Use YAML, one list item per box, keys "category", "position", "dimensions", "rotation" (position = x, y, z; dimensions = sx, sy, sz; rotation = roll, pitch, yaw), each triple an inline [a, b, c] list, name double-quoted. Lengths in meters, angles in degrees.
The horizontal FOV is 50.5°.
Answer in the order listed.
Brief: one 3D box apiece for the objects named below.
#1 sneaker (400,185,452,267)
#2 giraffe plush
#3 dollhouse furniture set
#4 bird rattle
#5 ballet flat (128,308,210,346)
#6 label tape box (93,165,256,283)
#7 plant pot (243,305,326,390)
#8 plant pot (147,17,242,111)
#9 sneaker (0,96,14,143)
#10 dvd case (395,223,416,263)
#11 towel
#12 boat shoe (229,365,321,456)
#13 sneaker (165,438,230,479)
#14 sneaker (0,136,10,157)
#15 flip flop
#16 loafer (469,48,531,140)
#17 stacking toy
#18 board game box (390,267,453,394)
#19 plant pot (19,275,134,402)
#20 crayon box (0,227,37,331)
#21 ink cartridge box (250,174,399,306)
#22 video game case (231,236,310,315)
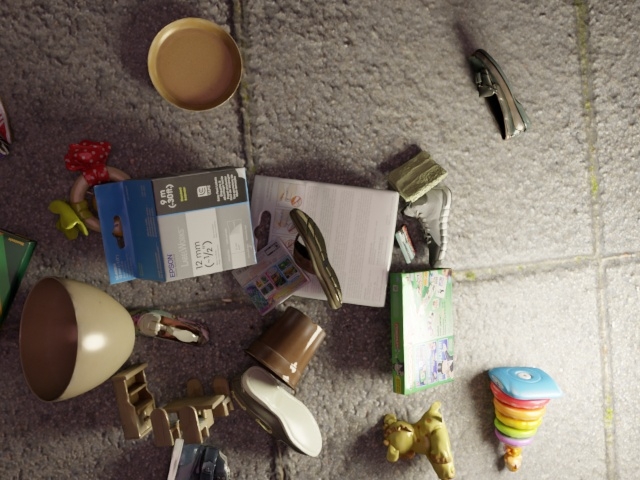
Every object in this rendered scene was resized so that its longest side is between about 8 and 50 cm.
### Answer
- category: "sneaker"
  position: [0.280, -0.043, 1.860]
  dimensions: [0.132, 0.086, 0.228]
  rotation: [8, 80, -8]
- category: "giraffe plush"
  position: [0.259, 0.542, 1.837]
  dimensions: [0.171, 0.181, 0.210]
  rotation: [-12, 106, 9]
- category: "dollhouse furniture set"
  position: [-0.363, 0.383, 1.659]
  dimensions: [0.242, 0.212, 0.161]
  rotation: [-9, 96, 15]
- category: "bird rattle"
  position: [-0.548, -0.116, 1.668]
  dimensions: [0.207, 0.143, 0.253]
  rotation: [23, 73, -24]
- category: "ballet flat"
  position: [-0.385, 0.222, 1.711]
  dimensions: [0.222, 0.079, 0.076]
  rotation: [16, 89, -12]
- category: "label tape box"
  position: [-0.344, -0.036, 1.645]
  dimensions: [0.348, 0.115, 0.249]
  rotation: [-12, 103, -27]
- category: "plant pot"
  position: [-0.082, 0.270, 1.748]
  dimensions: [0.167, 0.167, 0.165]
  rotation: [42, 75, -11]
- category: "plant pot"
  position: [-0.319, -0.445, 1.731]
  dimensions: [0.236, 0.032, 0.236]
  rotation: [0, 91, -13]
- category: "sneaker"
  position: [-0.781, -0.282, 1.625]
  dimensions: [0.067, 0.042, 0.118]
  rotation: [-18, 88, -16]
- category: "dvd case"
  position: [0.231, 0.006, 1.829]
  dimensions: [0.013, 0.119, 0.087]
  rotation: [-21, 98, 18]
- category: "towel"
  position: [0.262, -0.175, 1.845]
  dimensions: [0.148, 0.027, 0.110]
  rotation: [-34, 67, -14]
- category: "boat shoe"
  position: [-0.115, 0.453, 1.774]
  dimensions: [0.305, 0.091, 0.109]
  rotation: [50, 37, -15]
- category: "sneaker"
  position: [-0.319, 0.631, 1.735]
  dimensions: [0.163, 0.086, 0.226]
  rotation: [14, 87, -10]
- category: "sneaker"
  position: [-0.825, -0.236, 1.617]
  dimensions: [0.170, 0.068, 0.071]
  rotation: [24, 102, -4]
- category: "flip flop"
  position: [-0.023, 0.050, 1.723]
  dimensions: [0.080, 0.112, 0.277]
  rotation: [-21, 95, 17]
- category: "loafer"
  position: [0.485, -0.401, 1.885]
  dimensions: [0.084, 0.096, 0.267]
  rotation: [-36, 101, -3]
- category: "stacking toy"
  position: [0.552, 0.515, 1.913]
  dimensions: [0.166, 0.175, 0.301]
  rotation: [1, 105, -12]
- category: "board game box"
  position: [0.277, 0.237, 1.829]
  dimensions: [0.214, 0.046, 0.317]
  rotation: [-3, 92, -42]
- category: "plant pot"
  position: [-0.556, 0.226, 1.602]
  dimensions: [0.191, 0.284, 0.284]
  rotation: [4, 91, -48]
- category: "crayon box"
  position: [-0.903, 0.083, 1.576]
  dimensions: [0.363, 0.106, 0.313]
  rotation: [22, 87, -12]
- category: "ink cartridge box"
  position: [0.000, 0.000, 1.809]
  dimensions: [0.385, 0.091, 0.308]
  rotation: [7, 91, 4]
- category: "video game case"
  position: [-0.129, 0.093, 1.765]
  dimensions: [0.157, 0.019, 0.143]
  rotation: [-36, 87, 5]
